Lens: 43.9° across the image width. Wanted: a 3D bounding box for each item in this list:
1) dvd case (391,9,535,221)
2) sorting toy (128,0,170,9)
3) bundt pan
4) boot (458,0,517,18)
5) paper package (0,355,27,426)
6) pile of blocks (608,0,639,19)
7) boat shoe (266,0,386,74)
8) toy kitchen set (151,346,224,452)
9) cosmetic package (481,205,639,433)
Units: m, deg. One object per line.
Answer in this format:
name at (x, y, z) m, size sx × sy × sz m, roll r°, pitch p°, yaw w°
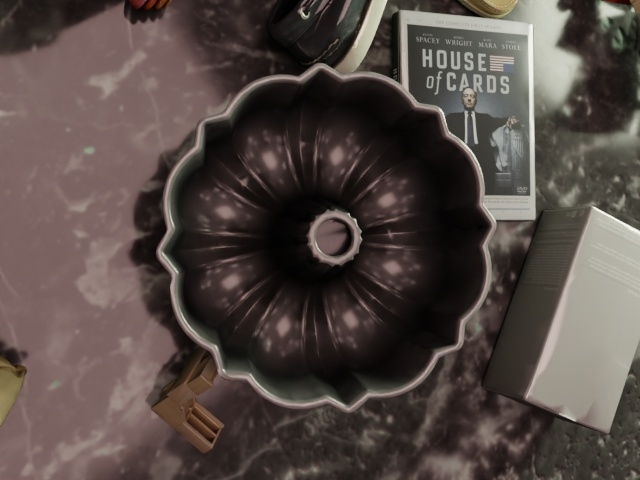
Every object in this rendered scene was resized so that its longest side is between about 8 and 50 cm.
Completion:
dvd case at (0.169, -0.141, 0.928) m, size 0.179 × 0.029 × 0.238 m, roll -1°, pitch 90°, yaw -20°
sorting toy at (-0.155, -0.274, 0.799) m, size 0.042 × 0.061 × 0.102 m, roll 24°, pitch 108°, yaw -31°
bundt pan at (0.000, 0.000, 0.803) m, size 0.331 × 0.124 × 0.330 m, roll 0°, pitch 88°, yaw -13°
boot at (0.181, -0.352, 0.864) m, size 0.077 × 0.165 × 0.213 m, roll -38°, pitch 102°, yaw -17°
paper package at (-0.460, 0.148, 0.600) m, size 0.309 × 0.168 × 0.325 m, roll 42°, pitch 85°, yaw -15°
pile of blocks at (0.410, -0.308, 0.985) m, size 0.113 × 0.149 × 0.362 m, roll -28°, pitch 79°, yaw 25°
boat shoe at (0.025, -0.345, 0.830) m, size 0.113 × 0.127 × 0.340 m, roll 18°, pitch 92°, yaw -30°
toy kitchen set at (-0.109, 0.153, 0.805) m, size 0.075 × 0.083 × 0.068 m, roll 45°, pitch 34°, yaw -14°
cosmetic package at (0.298, 0.090, 0.933) m, size 0.127 × 0.107 × 0.237 m, roll 26°, pitch 83°, yaw -17°
